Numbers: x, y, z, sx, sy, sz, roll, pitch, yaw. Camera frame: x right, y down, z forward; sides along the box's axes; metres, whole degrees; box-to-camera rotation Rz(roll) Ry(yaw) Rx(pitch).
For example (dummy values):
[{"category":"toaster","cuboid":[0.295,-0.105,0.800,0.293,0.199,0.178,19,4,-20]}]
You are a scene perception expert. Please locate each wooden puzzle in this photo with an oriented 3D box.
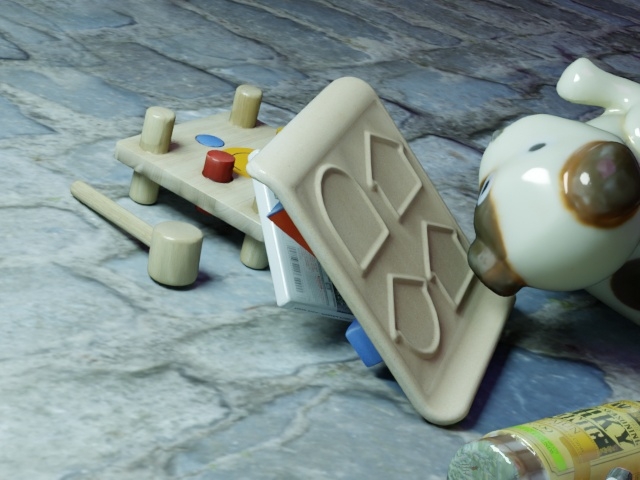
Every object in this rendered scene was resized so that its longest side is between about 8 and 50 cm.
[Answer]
[{"category":"wooden puzzle","cuboid":[0.067,0.007,1.463,0.348,0.080,0.322,53,29,-9]}]

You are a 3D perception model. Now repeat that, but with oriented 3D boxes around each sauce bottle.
[{"category":"sauce bottle","cuboid":[0.276,0.215,1.268,0.344,0.111,0.111,-7,34,-40]}]

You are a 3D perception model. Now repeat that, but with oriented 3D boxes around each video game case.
[{"category":"video game case","cuboid":[0.000,0.000,1.476,0.173,0.022,0.190,14,54,-45]}]

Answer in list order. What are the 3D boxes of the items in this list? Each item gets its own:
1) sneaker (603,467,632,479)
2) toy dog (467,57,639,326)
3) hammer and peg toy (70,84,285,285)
[{"category":"sneaker","cuboid":[0.279,0.255,1.183,0.047,0.119,0.057,2,40,34]},{"category":"toy dog","cuboid":[0.342,-0.020,1.580,0.407,0.284,0.396,11,59,-44]},{"category":"hammer and peg toy","cuboid":[-0.123,-0.079,1.604,0.266,0.127,0.361,29,29,26]}]
